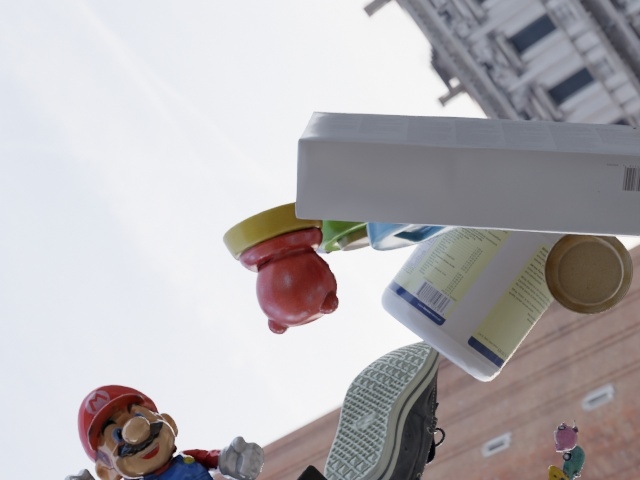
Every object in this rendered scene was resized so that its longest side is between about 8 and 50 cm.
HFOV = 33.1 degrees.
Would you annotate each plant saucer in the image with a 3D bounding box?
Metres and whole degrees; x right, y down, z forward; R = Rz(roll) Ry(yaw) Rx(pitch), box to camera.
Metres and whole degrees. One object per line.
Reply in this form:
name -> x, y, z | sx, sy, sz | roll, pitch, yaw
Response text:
plant saucer -> 0.257, 0.030, 1.032 | 0.015, 0.083, 0.083 | 25, -139, -66

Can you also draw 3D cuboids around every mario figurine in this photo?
mario figurine -> -0.199, 0.308, 1.395 | 0.320, 0.170, 0.198 | 44, -154, 16

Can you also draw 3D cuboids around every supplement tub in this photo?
supplement tub -> 0.279, 0.042, 1.777 | 0.235, 0.325, 0.235 | 37, 180, 0

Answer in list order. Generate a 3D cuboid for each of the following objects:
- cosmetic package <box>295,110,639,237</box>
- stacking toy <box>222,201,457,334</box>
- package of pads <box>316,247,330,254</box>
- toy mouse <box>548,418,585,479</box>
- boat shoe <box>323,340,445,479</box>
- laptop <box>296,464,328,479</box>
cosmetic package -> 0.107, -0.047, 0.741 | 0.099, 0.239, 0.060 | -72, -15, -69
stacking toy -> 0.078, -0.002, 1.265 | 0.279, 0.309, 0.130 | 0, -113, -58
package of pads -> 0.000, 0.000, 1.782 | 0.050, 0.083, 0.032 | -32, -71, -30
toy mouse -> 0.388, 0.331, 1.676 | 0.143, 0.031, 0.161 | -51, -42, -44
boat shoe -> 0.140, 0.367, 2.099 | 0.156, 0.187, 0.500 | 61, -152, -20
laptop -> -0.015, 0.647, 1.654 | 0.382, 0.236, 0.408 | -45, -34, -39
